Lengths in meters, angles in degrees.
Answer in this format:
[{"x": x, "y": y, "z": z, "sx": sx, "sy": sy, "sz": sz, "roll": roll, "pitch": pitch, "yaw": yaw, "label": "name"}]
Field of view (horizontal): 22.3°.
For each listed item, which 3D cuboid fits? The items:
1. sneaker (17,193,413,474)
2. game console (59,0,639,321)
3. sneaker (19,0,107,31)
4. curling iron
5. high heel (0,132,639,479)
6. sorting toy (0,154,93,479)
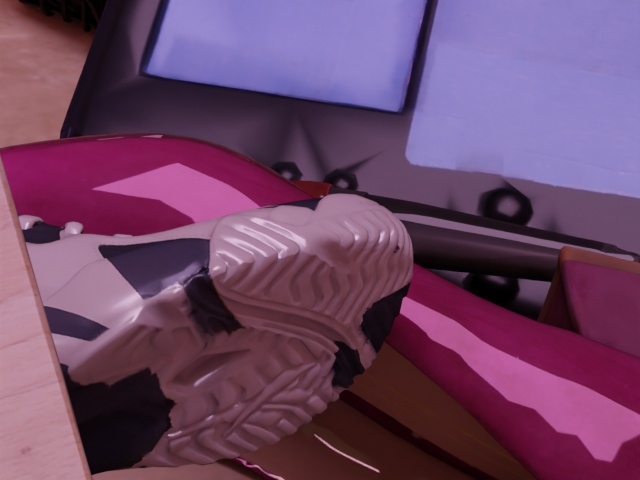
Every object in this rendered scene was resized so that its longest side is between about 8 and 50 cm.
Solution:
[{"x": -0.097, "y": 0.015, "z": 0.553, "sx": 0.235, "sy": 0.094, "sz": 0.153, "roll": -28, "pitch": 49, "yaw": -20, "label": "sneaker"}, {"x": 0.065, "y": -0.123, "z": 0.827, "sx": 0.342, "sy": 0.060, "sz": 0.387, "roll": 12, "pitch": 59, "yaw": 3, "label": "game console"}, {"x": -0.130, "y": -0.142, "z": 0.962, "sx": 0.118, "sy": 0.083, "sz": 0.222, "roll": -13, "pitch": 40, "yaw": 1, "label": "sneaker"}, {"x": 0.000, "y": 0.000, "z": 0.705, "sx": 0.274, "sy": 0.035, "sz": 0.068, "roll": 8, "pitch": 38, "yaw": 6, "label": "curling iron"}, {"x": -0.018, "y": 0.062, "z": 0.606, "sx": 0.377, "sy": 0.127, "sz": 0.181, "roll": 5, "pitch": 38, "yaw": 2, "label": "high heel"}, {"x": -0.167, "y": 0.123, "z": 0.365, "sx": 0.257, "sy": 0.089, "sz": 0.255, "roll": -16, "pitch": 65, "yaw": -10, "label": "sorting toy"}]
